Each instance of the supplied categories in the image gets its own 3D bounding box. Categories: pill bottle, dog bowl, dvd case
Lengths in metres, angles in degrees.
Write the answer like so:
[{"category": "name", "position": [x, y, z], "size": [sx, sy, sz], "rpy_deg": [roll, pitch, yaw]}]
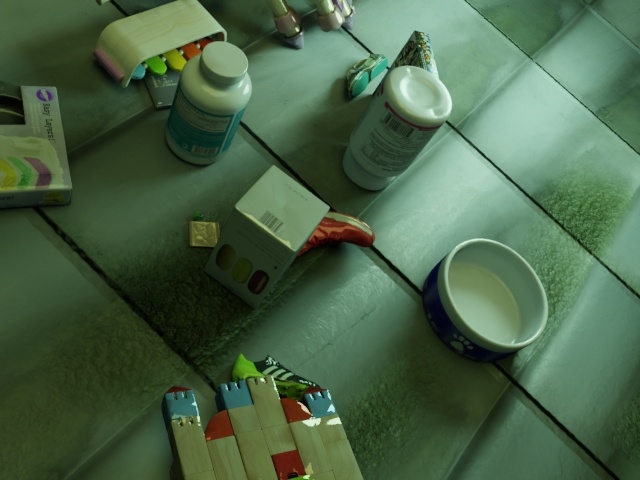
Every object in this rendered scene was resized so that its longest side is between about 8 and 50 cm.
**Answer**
[{"category": "pill bottle", "position": [-0.229, -0.286, 1.434], "size": [0.146, 0.264, 0.146], "rpy_deg": [12, 56, -18]}, {"category": "dog bowl", "position": [0.367, 0.133, 1.546], "size": [0.265, 0.104, 0.265], "rpy_deg": [11, 57, -18]}, {"category": "pill bottle", "position": [0.163, -0.245, 1.573], "size": [0.160, 0.283, 0.160], "rpy_deg": [11, 57, -18]}, {"category": "dvd case", "position": [-0.339, -0.404, 1.611], "size": [0.164, 0.018, 0.221], "rpy_deg": [-14, 67, -30]}]

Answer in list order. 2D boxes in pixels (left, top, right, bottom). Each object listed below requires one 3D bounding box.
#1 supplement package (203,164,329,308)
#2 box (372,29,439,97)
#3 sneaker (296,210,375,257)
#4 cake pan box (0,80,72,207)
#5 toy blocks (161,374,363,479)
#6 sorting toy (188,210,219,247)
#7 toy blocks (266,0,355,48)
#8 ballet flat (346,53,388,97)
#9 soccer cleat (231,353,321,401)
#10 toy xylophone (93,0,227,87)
[{"category": "supplement package", "position": [-0.108, 0.000, 1.326], "size": [0.139, 0.244, 0.134], "rpy_deg": [37, 52, 1]}, {"category": "box", "position": [0.205, -0.374, 1.701], "size": [0.044, 0.233, 0.159], "rpy_deg": [8, 58, -21]}, {"category": "sneaker", "position": [0.000, 0.000, 1.490], "size": [0.221, 0.087, 0.128], "rpy_deg": [19, 62, 2]}, {"category": "cake pan box", "position": [-0.619, -0.185, 1.324], "size": [0.245, 0.070, 0.267], "rpy_deg": [-3, 62, -28]}, {"category": "toy blocks", "position": [-0.106, 0.354, 1.175], "size": [0.381, 0.191, 0.261], "rpy_deg": [-5, 52, -26]}, {"category": "sorting toy", "position": [-0.240, -0.024, 1.427], "size": [0.062, 0.012, 0.083], "rpy_deg": [1, 64, -18]}, {"category": "toy blocks", "position": [0.044, -0.645, 1.791], "size": [0.260, 0.309, 0.289], "rpy_deg": [56, 30, -40]}, {"category": "ballet flat", "position": [0.105, -0.433, 1.810], "size": [0.070, 0.070, 0.188], "rpy_deg": [42, 51, 4]}, {"category": "soccer cleat", "position": [-0.079, 0.256, 1.303], "size": [0.179, 0.060, 0.072], "rpy_deg": [16, 43, -14]}, {"category": "toy xylophone", "position": [-0.370, -0.483, 1.582], "size": [0.322, 0.081, 0.236], "rpy_deg": [-25, 72, -33]}]
